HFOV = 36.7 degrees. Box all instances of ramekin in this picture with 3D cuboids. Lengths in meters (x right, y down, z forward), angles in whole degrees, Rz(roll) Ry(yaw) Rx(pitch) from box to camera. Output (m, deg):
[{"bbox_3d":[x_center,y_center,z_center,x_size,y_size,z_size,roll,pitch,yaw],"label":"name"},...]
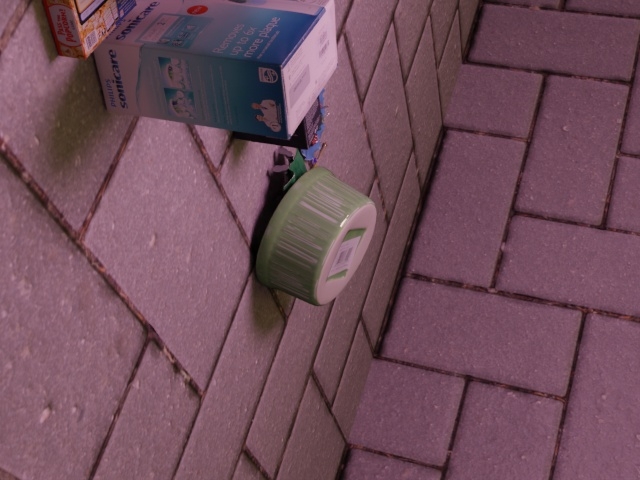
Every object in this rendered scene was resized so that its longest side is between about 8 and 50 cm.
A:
[{"bbox_3d":[0.000,0.000,2.169,0.303,0.148,0.303,-52,159,-29],"label":"ramekin"}]

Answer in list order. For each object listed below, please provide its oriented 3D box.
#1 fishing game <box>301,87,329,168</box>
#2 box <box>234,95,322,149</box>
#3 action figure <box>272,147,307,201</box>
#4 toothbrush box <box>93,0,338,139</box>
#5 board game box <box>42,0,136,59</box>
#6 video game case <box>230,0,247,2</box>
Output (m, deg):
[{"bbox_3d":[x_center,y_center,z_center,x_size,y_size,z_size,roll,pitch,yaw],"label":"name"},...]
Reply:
[{"bbox_3d":[-0.010,-0.282,2.287,0.189,0.041,0.264,-65,158,-46],"label":"fishing game"},{"bbox_3d":[-0.088,-0.269,1.840,0.158,0.156,0.093,82,24,-46],"label":"box"},{"bbox_3d":[-0.059,-0.118,2.186,0.232,0.063,0.137,73,31,-59],"label":"action figure"},{"bbox_3d":[-0.148,-0.274,1.414,0.216,0.296,0.126,-60,153,-45],"label":"toothbrush box"},{"bbox_3d":[-0.311,-0.359,1.261,0.193,0.045,0.146,84,24,-42],"label":"board game box"},{"bbox_3d":[-0.080,-0.512,1.236,0.300,0.036,0.329,150,-54,-78],"label":"video game case"}]
